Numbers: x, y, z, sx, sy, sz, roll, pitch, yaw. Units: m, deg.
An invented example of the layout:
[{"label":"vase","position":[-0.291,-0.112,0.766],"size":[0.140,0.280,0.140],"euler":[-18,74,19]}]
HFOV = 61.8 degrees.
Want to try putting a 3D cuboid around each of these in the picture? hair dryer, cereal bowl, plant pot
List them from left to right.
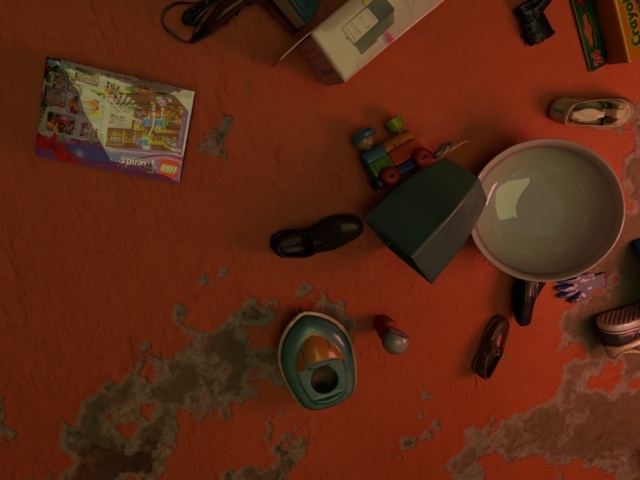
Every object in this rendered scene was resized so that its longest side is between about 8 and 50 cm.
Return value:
[{"label":"hair dryer","position":[-0.167,-0.504,1.112],"size":[0.293,0.080,0.224],"euler":[14,117,-9]},{"label":"plant pot","position":[0.255,-0.060,1.224],"size":[0.234,0.165,0.165],"euler":[-47,144,0]},{"label":"cereal bowl","position":[0.529,-0.072,1.286],"size":[0.338,0.141,0.339],"euler":[1,93,17]}]

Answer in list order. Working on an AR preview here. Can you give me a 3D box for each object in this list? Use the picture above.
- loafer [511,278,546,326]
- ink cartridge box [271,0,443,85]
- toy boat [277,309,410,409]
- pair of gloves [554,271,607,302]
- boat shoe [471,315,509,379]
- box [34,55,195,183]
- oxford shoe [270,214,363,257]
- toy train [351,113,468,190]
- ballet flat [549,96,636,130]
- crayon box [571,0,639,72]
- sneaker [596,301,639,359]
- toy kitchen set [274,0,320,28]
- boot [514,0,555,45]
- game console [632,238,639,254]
[{"label":"loafer","position":[0.553,0.118,1.404],"size":[0.078,0.076,0.223],"euler":[0,101,-4]},{"label":"ink cartridge box","position":[0.075,-0.430,1.095],"size":[0.353,0.207,0.119],"euler":[-39,107,1]},{"label":"toy boat","position":[0.055,0.273,1.304],"size":[0.318,0.148,0.268],"euler":[-22,107,-5]},{"label":"pair of gloves","position":[0.711,0.071,1.453],"size":[0.159,0.023,0.198],"euler":[-13,107,-10]},{"label":"boat shoe","position":[0.470,0.293,1.440],"size":[0.064,0.060,0.178],"euler":[17,100,-15]},{"label":"box","position":[-0.425,-0.246,1.119],"size":[0.293,0.057,0.201],"euler":[11,101,-14]},{"label":"oxford shoe","position":[0.000,0.000,1.251],"size":[0.227,0.096,0.083],"euler":[-18,105,-8]},{"label":"toy train","position":[0.203,-0.231,1.240],"size":[0.248,0.105,0.143],"euler":[-30,92,-7]},{"label":"ballet flat","position":[0.690,-0.312,1.319],"size":[0.248,0.086,0.086],"euler":[-3,105,-11]},{"label":"crayon box","position":[0.776,-0.558,1.273],"size":[0.318,0.081,0.202],"euler":[-27,108,-3]},{"label":"sneaker","position":[0.931,0.240,1.490],"size":[0.320,0.126,0.128],"euler":[-14,104,0]},{"label":"toy kitchen set","position":[0.012,-0.549,1.037],"size":[0.122,0.166,0.207],"euler":[42,66,-31]},{"label":"boot","position":[0.519,-0.523,1.248],"size":[0.121,0.045,0.099],"euler":[-32,106,5]},{"label":"game console","position":[1.031,0.099,1.438],"size":[0.293,0.173,0.250],"euler":[-15,102,-7]}]
